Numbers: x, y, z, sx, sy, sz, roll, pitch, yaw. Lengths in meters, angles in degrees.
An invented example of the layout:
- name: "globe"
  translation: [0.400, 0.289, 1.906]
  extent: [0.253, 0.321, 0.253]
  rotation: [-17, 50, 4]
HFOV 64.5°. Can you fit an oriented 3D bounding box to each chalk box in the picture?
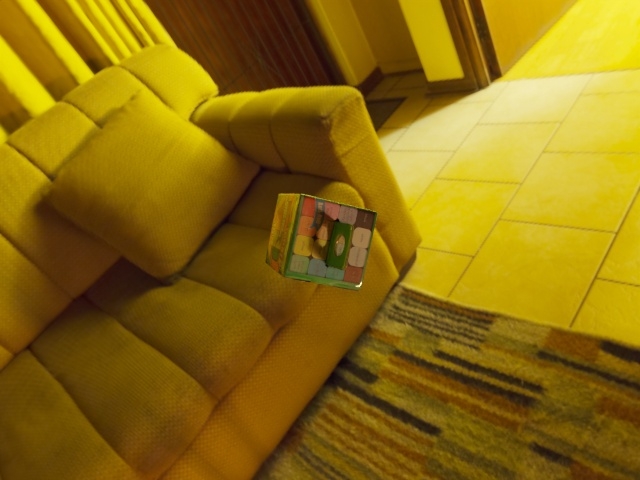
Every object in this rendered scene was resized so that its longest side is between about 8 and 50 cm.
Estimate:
- name: "chalk box"
  translation: [0.000, 0.000, 0.820]
  extent: [0.213, 0.132, 0.132]
  rotation: [-165, 88, -74]
